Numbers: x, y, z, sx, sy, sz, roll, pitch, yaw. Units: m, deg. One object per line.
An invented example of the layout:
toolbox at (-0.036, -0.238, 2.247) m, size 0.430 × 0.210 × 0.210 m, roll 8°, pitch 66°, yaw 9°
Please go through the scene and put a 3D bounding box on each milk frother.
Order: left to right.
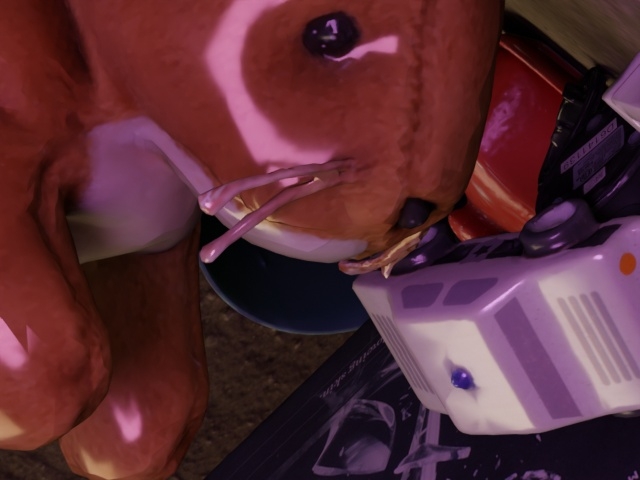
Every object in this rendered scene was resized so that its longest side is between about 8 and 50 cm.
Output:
milk frother at (0.175, -0.013, 0.850) m, size 0.135 × 0.129 × 0.143 m, roll 38°, pitch -133°, yaw -17°

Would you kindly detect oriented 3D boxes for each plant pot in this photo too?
plant pot at (-0.007, -0.104, 1.506) m, size 0.293 × 0.293 × 0.235 m, roll 35°, pitch -166°, yaw -37°

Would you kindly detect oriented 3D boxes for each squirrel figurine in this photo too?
squirrel figurine at (-0.121, -0.099, 0.693) m, size 0.281 × 0.370 × 0.397 m, roll 31°, pitch -143°, yaw -56°

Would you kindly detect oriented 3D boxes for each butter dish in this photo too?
butter dish at (0.123, -0.044, 1.020) m, size 0.160 × 0.118 × 0.160 m, roll 38°, pitch -176°, yaw -10°

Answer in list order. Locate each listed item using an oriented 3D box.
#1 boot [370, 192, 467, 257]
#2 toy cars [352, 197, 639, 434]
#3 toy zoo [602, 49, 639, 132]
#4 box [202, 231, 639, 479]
boot at (0.130, -0.074, 1.374) m, size 0.094 × 0.246 × 0.207 m, roll 44°, pitch 152°, yaw 52°
toy cars at (0.000, 0.000, 0.831) m, size 0.393 × 0.087 × 0.176 m, roll 31°, pitch 143°, yaw 25°
toy zoo at (0.204, 0.004, 0.618) m, size 0.192 × 0.030 × 0.293 m, roll 38°, pitch -175°, yaw -8°
box at (0.150, 0.251, 1.215) m, size 0.297 × 0.480 × 0.472 m, roll 38°, pitch -162°, yaw -22°
